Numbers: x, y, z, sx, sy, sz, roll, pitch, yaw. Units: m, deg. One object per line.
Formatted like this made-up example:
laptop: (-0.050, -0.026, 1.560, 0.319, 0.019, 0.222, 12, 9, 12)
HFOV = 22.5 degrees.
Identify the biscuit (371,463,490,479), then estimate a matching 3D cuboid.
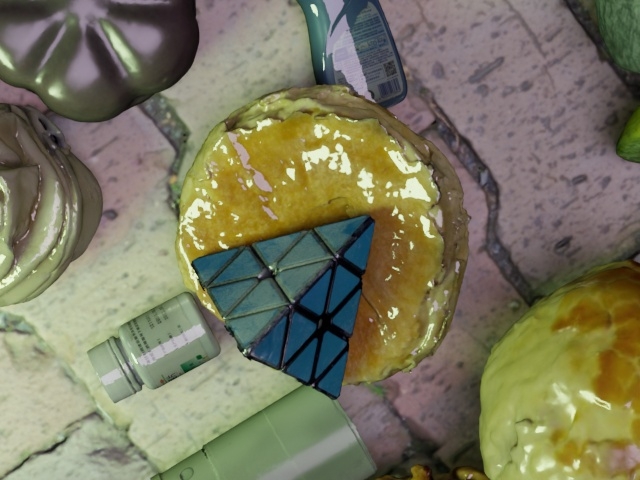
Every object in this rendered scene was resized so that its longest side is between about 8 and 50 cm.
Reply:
biscuit: (0.143, 0.375, 1.836, 0.334, 0.081, 0.289, 26, 113, -18)

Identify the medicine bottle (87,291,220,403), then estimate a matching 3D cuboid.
medicine bottle: (-0.181, 0.118, 1.746, 0.130, 0.080, 0.080, -29, 105, -4)

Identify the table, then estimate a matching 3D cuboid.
table: (-0.061, 0.257, 1.775, 0.220, 0.126, 0.126, -32, 106, -4)

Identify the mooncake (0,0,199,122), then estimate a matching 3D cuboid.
mooncake: (-0.238, -0.240, 1.640, 0.245, 0.133, 0.244, -1, 96, -7)

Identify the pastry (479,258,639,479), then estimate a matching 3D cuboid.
pastry: (0.364, 0.197, 1.713, 0.388, 0.388, 0.313, 43, 130, -16)

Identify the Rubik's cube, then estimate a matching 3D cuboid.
Rubik's cube: (-0.028, 0.023, 1.643, 0.178, 0.211, 0.190, -48, 64, 2)

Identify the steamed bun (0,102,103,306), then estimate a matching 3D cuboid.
steamed bun: (-0.340, -0.035, 1.649, 0.211, 0.144, 0.218, -39, 107, -2)

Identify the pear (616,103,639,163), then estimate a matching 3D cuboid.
pear: (0.441, -0.142, 1.759, 0.239, 0.288, 0.139, -6, 81, 9)

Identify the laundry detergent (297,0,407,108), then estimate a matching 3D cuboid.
laundry detergent: (0.025, -0.236, 1.726, 0.097, 0.061, 0.206, -17, 104, -5)

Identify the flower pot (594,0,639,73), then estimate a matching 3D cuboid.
flower pot: (0.402, -0.337, 1.660, 0.299, 0.299, 0.282, -17, 108, -8)

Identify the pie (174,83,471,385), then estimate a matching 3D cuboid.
pie: (0.000, 0.000, 1.697, 0.340, 0.083, 0.339, 6, 111, 16)
